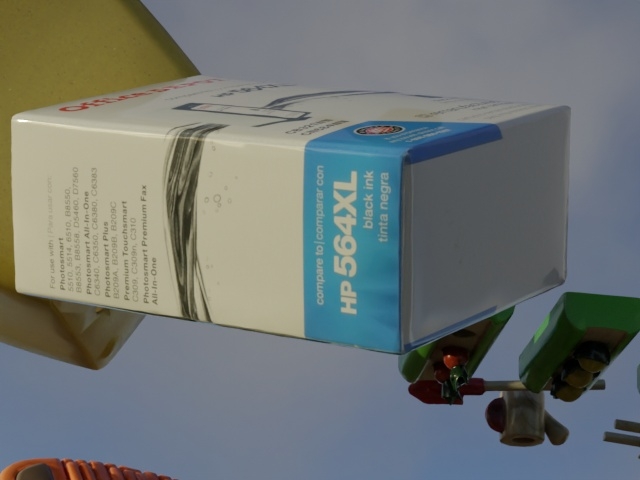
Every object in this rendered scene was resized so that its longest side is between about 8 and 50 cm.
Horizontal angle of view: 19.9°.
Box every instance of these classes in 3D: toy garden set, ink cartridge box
[{"bbox_3d":[0.164,0.090,1.008,0.244,0.049,0.204,5,-22,-5],"label":"toy garden set"},{"bbox_3d":[-0.013,-0.018,0.798,0.203,0.086,0.148,8,15,32],"label":"ink cartridge box"}]

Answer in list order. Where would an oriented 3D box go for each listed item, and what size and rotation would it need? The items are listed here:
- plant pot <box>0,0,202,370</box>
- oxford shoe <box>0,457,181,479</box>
[{"bbox_3d":[-0.164,-0.050,1.023,0.187,0.212,0.212,33,-14,16],"label":"plant pot"},{"bbox_3d":[-0.046,0.241,1.020,0.364,0.133,0.130,33,13,-25],"label":"oxford shoe"}]
